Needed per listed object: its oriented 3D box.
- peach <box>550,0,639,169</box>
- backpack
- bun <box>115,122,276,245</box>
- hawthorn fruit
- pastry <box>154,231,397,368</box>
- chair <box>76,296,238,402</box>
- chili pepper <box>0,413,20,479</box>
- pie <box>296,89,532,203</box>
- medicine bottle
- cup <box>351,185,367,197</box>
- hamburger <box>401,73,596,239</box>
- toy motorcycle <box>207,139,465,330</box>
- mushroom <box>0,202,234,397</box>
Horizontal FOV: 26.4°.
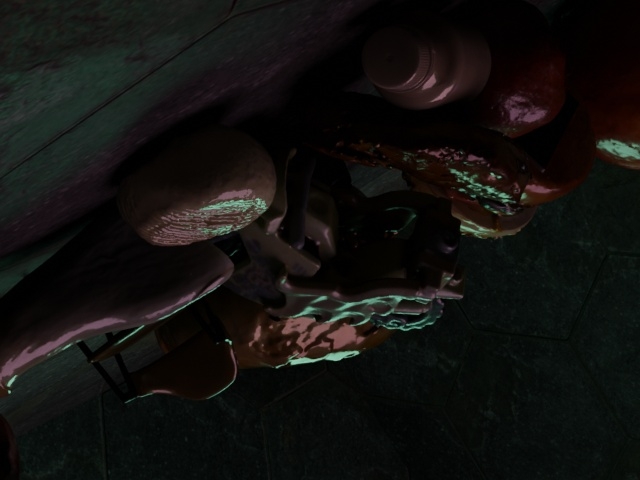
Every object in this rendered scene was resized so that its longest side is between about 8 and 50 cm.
[{"bbox_3d":[0.531,-0.279,2.152,0.370,0.370,0.370,-31,175,-3],"label":"peach"},{"bbox_3d":[-0.047,-0.081,1.832,0.165,0.105,0.120,-13,-169,-19],"label":"backpack"},{"bbox_3d":[-0.137,-0.064,1.491,0.164,0.111,0.188,-7,164,-31],"label":"bun"},{"bbox_3d":[0.209,-0.208,1.739,0.202,0.185,0.185,-15,172,-11],"label":"hawthorn fruit"},{"bbox_3d":[-0.064,0.053,2.009,0.410,0.244,0.409,-6,-177,0],"label":"pastry"},{"bbox_3d":[-0.222,0.103,1.767,0.159,0.246,0.172,-34,173,17],"label":"chair"},{"bbox_3d":[-0.639,0.352,2.109,0.305,0.229,0.251,-22,-176,35],"label":"chili pepper"},{"bbox_3d":[0.102,-0.119,1.638,0.308,0.308,0.085,-10,117,-76],"label":"pie"},{"bbox_3d":[0.113,-0.201,1.533,0.114,0.114,0.252,-33,175,19],"label":"medicine bottle"},{"bbox_3d":[-0.031,0.002,2.500,0.226,0.185,0.241,-35,-148,-31],"label":"cup"},{"bbox_3d":[0.246,-0.143,2.007,0.291,0.291,0.225,-27,175,-42],"label":"hamburger"},{"bbox_3d":[0.000,0.000,1.703,0.237,0.410,0.168,-43,-148,50],"label":"toy motorcycle"},{"bbox_3d":[-0.275,0.068,1.578,0.329,0.159,0.122,-33,132,-12],"label":"mushroom"}]
